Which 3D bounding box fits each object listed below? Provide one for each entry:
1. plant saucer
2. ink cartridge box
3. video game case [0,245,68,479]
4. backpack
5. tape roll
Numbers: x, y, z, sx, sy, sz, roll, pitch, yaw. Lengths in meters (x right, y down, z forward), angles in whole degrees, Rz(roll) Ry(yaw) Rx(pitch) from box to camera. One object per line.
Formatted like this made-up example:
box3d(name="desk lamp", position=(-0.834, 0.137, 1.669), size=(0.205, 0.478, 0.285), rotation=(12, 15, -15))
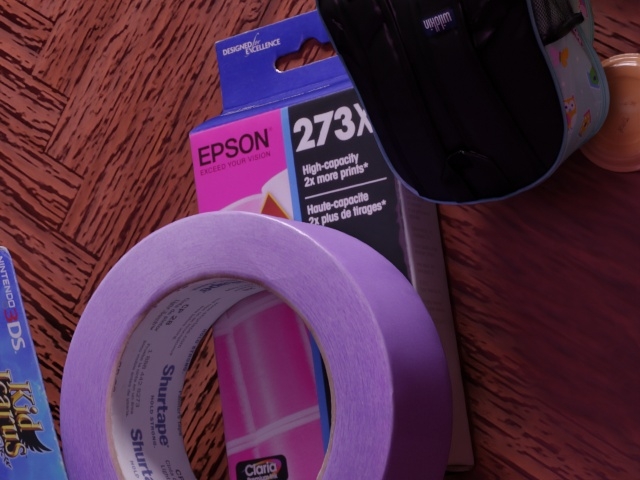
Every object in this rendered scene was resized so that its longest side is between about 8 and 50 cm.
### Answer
box3d(name="plant saucer", position=(0.211, -0.088, 1.166), size=(0.083, 0.013, 0.083), rotation=(-4, 83, 31))
box3d(name="ink cartridge box", position=(0.000, 0.000, 1.254), size=(0.176, 0.069, 0.370), rotation=(-14, 75, 29))
box3d(name="video game case", position=(-0.246, 0.171, 1.294), size=(0.244, 0.061, 0.269), rotation=(129, 127, -64))
box3d(name="backpack", position=(0.106, -0.125, 1.145), size=(0.166, 0.144, 0.188), rotation=(-14, 98, 34))
box3d(name="tape roll", position=(-0.049, 0.119, 1.179), size=(0.275, 0.090, 0.274), rotation=(-3, 83, 31))
